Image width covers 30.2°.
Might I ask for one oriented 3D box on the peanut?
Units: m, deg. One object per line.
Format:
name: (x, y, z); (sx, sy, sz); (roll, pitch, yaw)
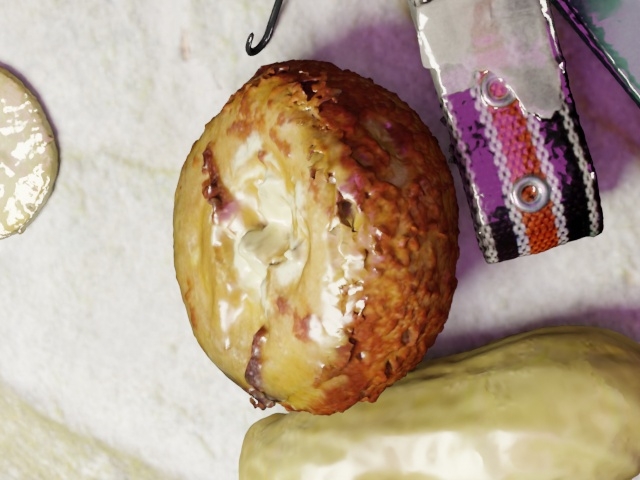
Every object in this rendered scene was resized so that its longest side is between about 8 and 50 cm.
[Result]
peanut: (0.095, 0.154, 0.847); (0.319, 0.147, 0.147); (-15, 98, 10)

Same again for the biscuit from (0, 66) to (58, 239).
biscuit: (-0.277, -0.070, 0.926); (0.152, 0.020, 0.152); (2, 102, 9)

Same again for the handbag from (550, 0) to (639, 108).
handbag: (0.306, -0.169, 0.761); (0.268, 0.100, 0.274); (-36, 93, 15)

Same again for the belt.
belt: (0.099, -0.152, 0.752); (0.094, 0.126, 0.359); (-18, 114, 6)

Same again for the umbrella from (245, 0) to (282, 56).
umbrella: (-0.001, -0.242, 0.806); (0.044, 0.044, 0.269); (37, 125, 17)

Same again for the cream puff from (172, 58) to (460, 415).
cream puff: (0.000, 0.001, 0.804); (0.240, 0.164, 0.240); (2, 94, 44)
